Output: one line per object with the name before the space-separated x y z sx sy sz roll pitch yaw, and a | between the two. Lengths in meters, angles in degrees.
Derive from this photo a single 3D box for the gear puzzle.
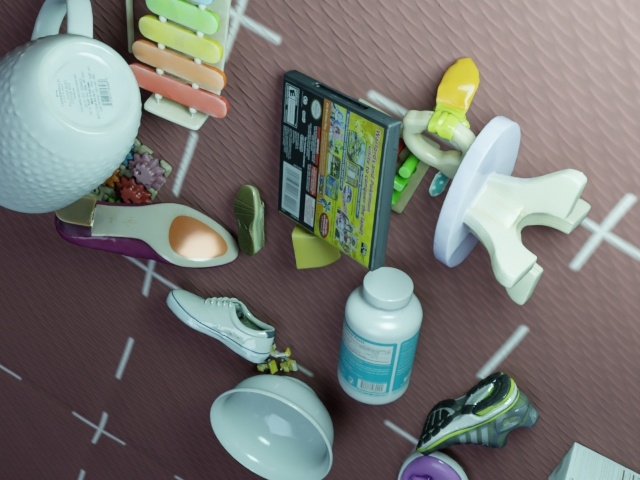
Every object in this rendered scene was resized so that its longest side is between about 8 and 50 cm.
gear puzzle | -0.445 -0.097 1.815 0.175 0.044 0.339 39 134 -4

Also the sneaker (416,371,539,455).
sneaker | 0.305 0.374 1.727 0.121 0.111 0.300 40 136 -10

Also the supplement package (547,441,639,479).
supplement package | 0.566 0.530 1.679 0.244 0.134 0.139 27 133 9

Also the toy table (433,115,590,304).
toy table | 0.292 -0.036 1.334 0.161 0.252 0.274 34 147 23

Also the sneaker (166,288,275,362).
sneaker | -0.209 0.160 1.870 0.258 0.094 0.091 29 108 7

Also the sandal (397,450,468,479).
sandal | 0.223 0.629 1.970 0.169 0.102 0.416 25 133 10

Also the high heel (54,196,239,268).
high heel | -0.356 -0.014 1.789 0.377 0.127 0.181 18 166 -8

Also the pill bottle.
pill bottle | 0.114 0.178 1.649 0.146 0.146 0.264 19 131 15

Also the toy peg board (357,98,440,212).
toy peg board | 0.091 -0.126 1.471 0.160 0.079 0.161 31 133 4

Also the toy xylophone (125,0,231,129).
toy xylophone | -0.254 -0.354 1.483 0.236 0.081 0.323 17 131 17

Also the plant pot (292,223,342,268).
plant pot | 0.000 0.000 1.623 0.083 0.081 0.081 1 126 14

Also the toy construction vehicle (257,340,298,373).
toy construction vehicle | -0.103 0.264 1.913 0.098 0.035 0.086 6 127 25

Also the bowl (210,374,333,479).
bowl | -0.087 0.400 1.942 0.298 0.134 0.298 15 130 19

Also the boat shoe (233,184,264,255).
boat shoe | -0.132 -0.044 1.690 0.056 0.048 0.153 19 126 32

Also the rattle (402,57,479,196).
rattle | 0.213 -0.166 1.381 0.130 0.143 0.200 -7 145 30

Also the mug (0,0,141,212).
mug | -0.463 -0.262 1.529 0.276 0.374 0.328 7 165 -34

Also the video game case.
video game case | 0.023 -0.118 1.465 0.248 0.035 0.275 33 133 36
